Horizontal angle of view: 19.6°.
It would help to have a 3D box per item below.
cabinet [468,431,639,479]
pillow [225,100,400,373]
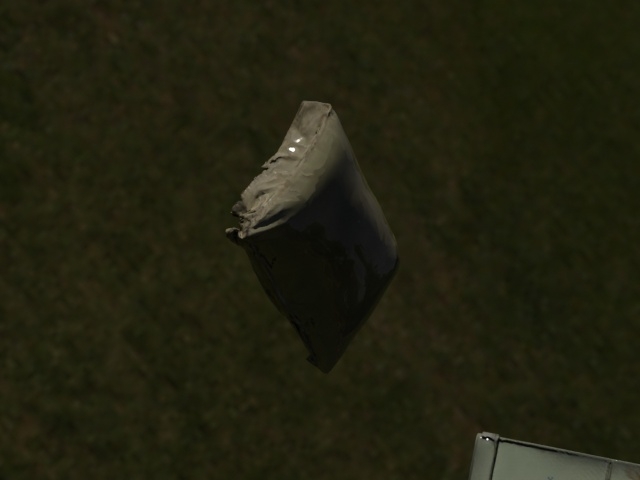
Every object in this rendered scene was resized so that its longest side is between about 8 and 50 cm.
[{"bbox_3d":[0.171,0.198,0.960,0.206,0.145,0.150,10,-13,9],"label":"cabinet"},{"bbox_3d":[0.000,0.000,1.344,0.053,0.119,0.208,27,-21,34],"label":"pillow"}]
